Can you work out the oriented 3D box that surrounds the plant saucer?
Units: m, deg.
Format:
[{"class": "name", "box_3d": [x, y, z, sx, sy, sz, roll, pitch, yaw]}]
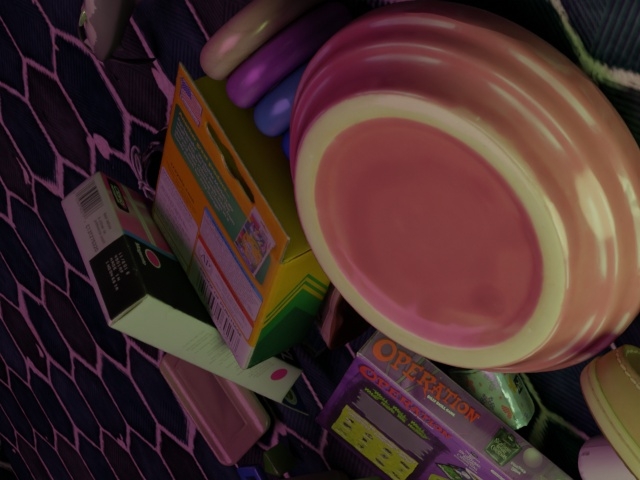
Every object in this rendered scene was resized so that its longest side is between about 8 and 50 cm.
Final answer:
[{"class": "plant saucer", "box_3d": [0.102, -0.024, 1.362, 0.332, 0.084, 0.332, 22, 132, 26]}]

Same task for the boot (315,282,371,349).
[{"class": "boot", "box_3d": [0.000, 0.000, 1.754, 0.165, 0.077, 0.213, 54, 156, 20]}]

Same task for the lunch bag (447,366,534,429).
[{"class": "lunch bag", "box_3d": [0.165, 0.142, 1.613, 0.071, 0.053, 0.083, 63, 167, -2]}]

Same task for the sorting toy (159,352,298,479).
[{"class": "sorting toy", "box_3d": [-0.136, 0.198, 2.314, 0.348, 0.047, 0.196, 56, 153, 8]}]

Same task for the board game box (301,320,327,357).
[{"class": "board game box", "box_3d": [-0.020, 0.079, 1.958, 0.090, 0.020, 0.090, 54, 157, 16]}]

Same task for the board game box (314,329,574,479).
[{"class": "board game box", "box_3d": [0.157, 0.237, 1.639, 0.347, 0.056, 0.208, 40, 159, 6]}]

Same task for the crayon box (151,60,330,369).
[{"class": "crayon box", "box_3d": [-0.070, -0.029, 1.666, 0.203, 0.083, 0.323, 58, 159, 17]}]

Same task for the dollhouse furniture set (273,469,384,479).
[{"class": "dollhouse furniture set", "box_3d": [-0.044, 0.446, 1.966, 0.394, 0.256, 0.362, -120, 25, -62]}]

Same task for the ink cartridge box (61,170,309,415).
[{"class": "ink cartridge box", "box_3d": [-0.126, 0.066, 1.896, 0.371, 0.069, 0.176, 34, -156, -52]}]

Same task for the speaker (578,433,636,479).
[{"class": "speaker", "box_3d": [0.272, 0.184, 1.440, 0.055, 0.055, 0.136, 61, 157, -3]}]

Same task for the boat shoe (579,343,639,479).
[{"class": "boat shoe", "box_3d": [0.336, 0.175, 1.249, 0.341, 0.121, 0.110, 43, 115, 29]}]

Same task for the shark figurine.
[{"class": "shark figurine", "box_3d": [-0.203, -0.260, 1.833, 0.278, 0.116, 0.166, 98, 171, -45]}]

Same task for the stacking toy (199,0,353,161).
[{"class": "stacking toy", "box_3d": [0.043, -0.076, 1.529, 0.330, 0.141, 0.141, 52, 157, -1]}]

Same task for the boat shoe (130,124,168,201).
[{"class": "boat shoe", "box_3d": [-0.171, -0.079, 1.999, 0.254, 0.079, 0.095, 1, 119, 64]}]
